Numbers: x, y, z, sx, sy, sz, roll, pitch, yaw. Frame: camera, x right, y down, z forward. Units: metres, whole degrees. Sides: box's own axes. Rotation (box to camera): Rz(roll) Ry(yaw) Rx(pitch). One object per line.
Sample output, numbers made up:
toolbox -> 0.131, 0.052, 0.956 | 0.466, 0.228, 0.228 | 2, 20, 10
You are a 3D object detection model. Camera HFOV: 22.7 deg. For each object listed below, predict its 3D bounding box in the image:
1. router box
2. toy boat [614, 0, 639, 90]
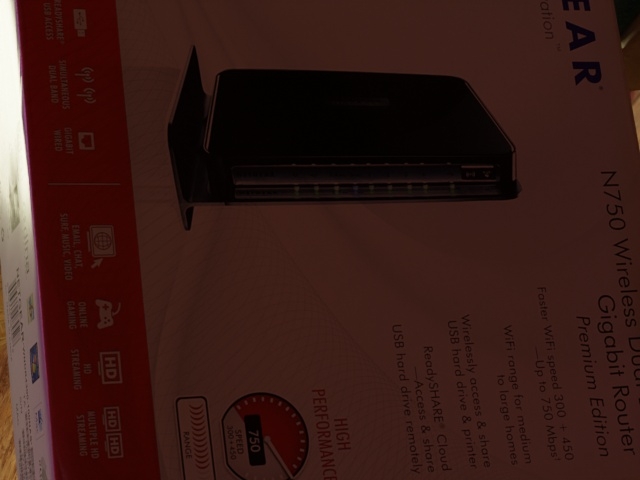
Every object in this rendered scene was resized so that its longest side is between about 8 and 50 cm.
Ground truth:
router box -> 0.002, -0.035, 0.749 | 0.082, 0.301, 0.335 | 144, 121, -64
toy boat -> 0.157, -0.208, 0.935 | 0.318, 0.148, 0.267 | -18, 53, 70
